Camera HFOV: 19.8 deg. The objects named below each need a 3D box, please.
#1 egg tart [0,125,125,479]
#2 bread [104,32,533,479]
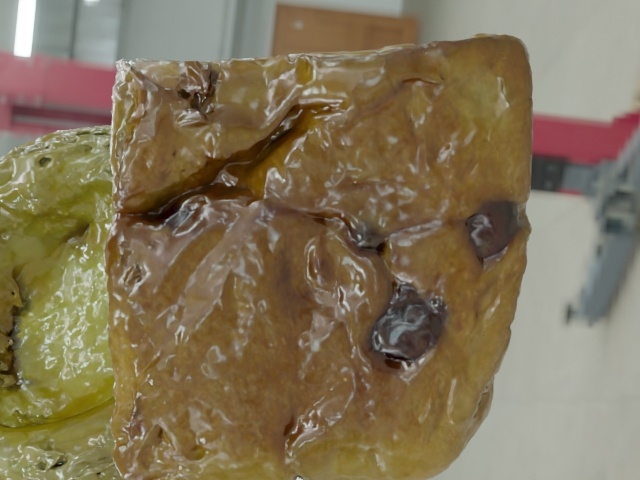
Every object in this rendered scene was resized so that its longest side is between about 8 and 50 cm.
[{"bbox_3d":[-0.141,0.054,1.165,0.118,0.288,0.288,49,-139,-54],"label":"egg tart"},{"bbox_3d":[0.000,0.000,0.639,0.158,0.143,0.149,-68,-23,-79],"label":"bread"}]
